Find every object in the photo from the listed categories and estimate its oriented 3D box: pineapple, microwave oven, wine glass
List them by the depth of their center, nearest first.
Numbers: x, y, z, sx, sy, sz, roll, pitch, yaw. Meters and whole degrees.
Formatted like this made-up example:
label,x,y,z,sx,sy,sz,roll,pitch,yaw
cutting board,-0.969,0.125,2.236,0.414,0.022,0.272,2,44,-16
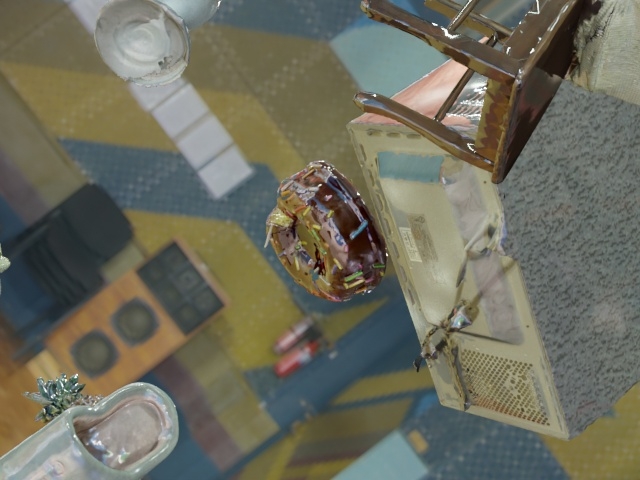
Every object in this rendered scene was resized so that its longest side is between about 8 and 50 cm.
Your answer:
label,x,y,z,sx,sy,sz,roll,pitch,yaw
wine glass,-0.184,-0.294,1.540,0.126,0.126,0.241,53,28,-25
microwave oven,0.268,-0.016,1.652,0.236,0.374,0.432,10,-53,51
pineapple,-0.337,0.255,1.850,0.103,0.083,0.221,7,9,-45

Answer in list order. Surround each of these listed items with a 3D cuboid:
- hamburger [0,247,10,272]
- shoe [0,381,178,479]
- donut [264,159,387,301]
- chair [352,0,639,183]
label,x,y,z,sx,sy,sz,roll,pitch,yaw
hamburger,-0.538,0.038,1.936,0.084,0.121,0.054,-108,-173,-82
shoe,-0.239,0.219,1.239,0.103,0.251,0.100,50,-27,8
donut,0.001,-0.001,1.939,0.216,0.096,0.230,59,-29,-1
chair,0.208,-0.147,1.108,0.319,0.186,0.160,28,-29,15
